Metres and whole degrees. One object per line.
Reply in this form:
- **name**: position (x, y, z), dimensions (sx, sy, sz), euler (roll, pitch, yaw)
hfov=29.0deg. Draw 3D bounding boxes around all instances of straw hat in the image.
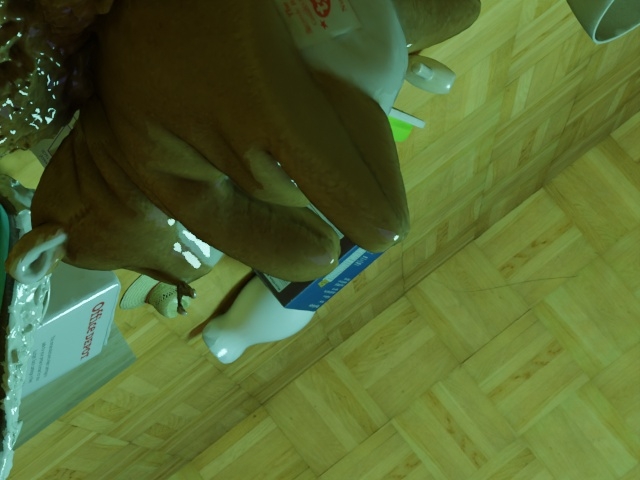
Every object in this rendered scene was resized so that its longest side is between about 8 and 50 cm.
- **straw hat**: position (-0.226, 0.082, 1.840), dimensions (0.144, 0.061, 0.144), euler (-37, 167, -10)

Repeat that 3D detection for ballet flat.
- **ballet flat**: position (-0.332, 0.136, 1.220), dimensions (0.147, 0.147, 0.408), euler (1, 107, -70)

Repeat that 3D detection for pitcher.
- **pitcher**: position (-0.095, 0.117, 2.232), dimensions (0.207, 0.125, 0.177), euler (-34, -168, 30)

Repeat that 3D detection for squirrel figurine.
- **squirrel figurine**: position (-0.141, -0.116, 0.951), dimensions (0.370, 0.397, 0.281), euler (-28, -142, 45)

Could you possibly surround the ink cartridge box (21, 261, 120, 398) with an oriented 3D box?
- **ink cartridge box**: position (-0.380, 0.111, 1.392), dimensions (0.278, 0.117, 0.201), euler (-31, 165, -28)

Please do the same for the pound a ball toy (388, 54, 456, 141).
- **pound a ball toy**: position (0.050, -0.174, 1.645), dimensions (0.208, 0.136, 0.319), euler (-67, 162, 8)

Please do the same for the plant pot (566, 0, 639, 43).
- **plant pot**: position (0.390, -0.413, 1.544), dimensions (0.284, 0.191, 0.284), euler (-36, 166, -10)

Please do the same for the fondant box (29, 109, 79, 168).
- **fondant box**: position (-0.104, -0.180, 1.207), dimensions (0.330, 0.096, 0.238), euler (-48, 164, 31)

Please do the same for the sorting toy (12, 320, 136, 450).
- **sorting toy**: position (-0.390, 0.179, 1.658), dimensions (0.257, 0.089, 0.255), euler (-37, 167, -11)

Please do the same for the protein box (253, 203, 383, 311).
- **protein box**: position (0.000, 0.000, 2.008), dimensions (0.201, 0.136, 0.200), euler (-41, 167, 8)
